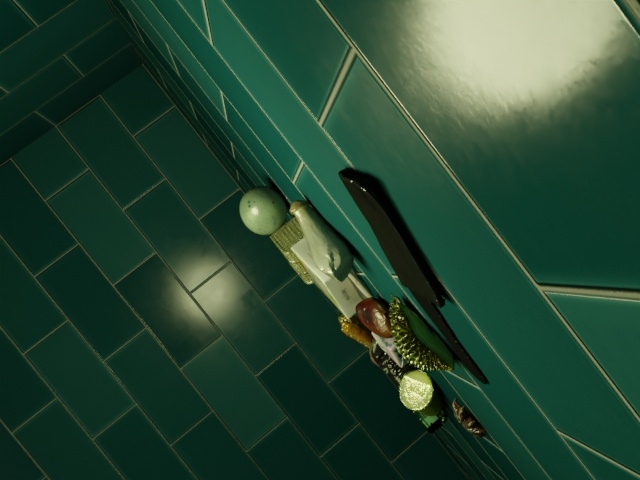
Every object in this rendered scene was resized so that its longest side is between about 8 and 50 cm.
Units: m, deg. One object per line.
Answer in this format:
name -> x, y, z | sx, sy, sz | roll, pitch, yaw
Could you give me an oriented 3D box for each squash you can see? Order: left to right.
squash -> 0.368, 0.577, 1.981 | 0.137, 0.137, 0.287 | 46, 172, 41

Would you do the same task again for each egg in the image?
egg -> -0.206, -0.108, 2.012 | 0.169, 0.169, 0.236 | 50, 171, 13

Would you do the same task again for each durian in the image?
durian -> 0.221, 0.235, 1.325 | 0.221, 0.095, 0.137 | 56, 174, 16

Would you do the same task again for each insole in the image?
insole -> 0.255, 0.180, 1.167 | 0.322, 0.007, 0.109 | 53, 175, -10

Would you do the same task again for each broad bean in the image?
broad bean -> 0.172, 0.224, 1.623 | 0.114, 0.084, 0.165 | 59, 165, -21

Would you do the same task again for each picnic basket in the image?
picnic basket -> -0.063, 0.041, 2.010 | 0.154, 0.134, 0.196 | 49, 173, 48

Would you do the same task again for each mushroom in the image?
mushroom -> 0.000, 0.000, 1.535 | 0.270, 0.103, 0.118 | 54, 176, 33

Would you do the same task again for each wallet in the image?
wallet -> 0.124, -0.004, 0.982 | 0.285, 0.030, 0.146 | 56, 175, -25

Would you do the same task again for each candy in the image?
candy -> 0.241, 0.338, 1.807 | 0.092, 0.073, 0.160 | 59, 172, -21

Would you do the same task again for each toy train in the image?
toy train -> 0.424, 0.673, 2.189 | 0.170, 0.111, 0.071 | 41, 163, 56

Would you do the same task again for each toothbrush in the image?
toothbrush -> 0.080, 0.095, 1.676 | 0.025, 0.030, 0.307 | 1, 140, 49

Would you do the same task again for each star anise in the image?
star anise -> 0.443, 0.543, 1.675 | 0.141, 0.042, 0.141 | 49, 172, 10

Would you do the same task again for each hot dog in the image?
hot dog -> 0.172, 0.356, 2.089 | 0.268, 0.072, 0.115 | 34, -157, -26

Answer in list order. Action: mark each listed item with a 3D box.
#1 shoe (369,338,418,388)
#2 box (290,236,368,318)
shoe -> 0.280, 0.467, 2.027 | 0.291, 0.114, 0.137 | 52, 179, -25
box -> 0.032, 0.109, 1.840 | 0.195, 0.111, 0.260 | 58, 173, -36
